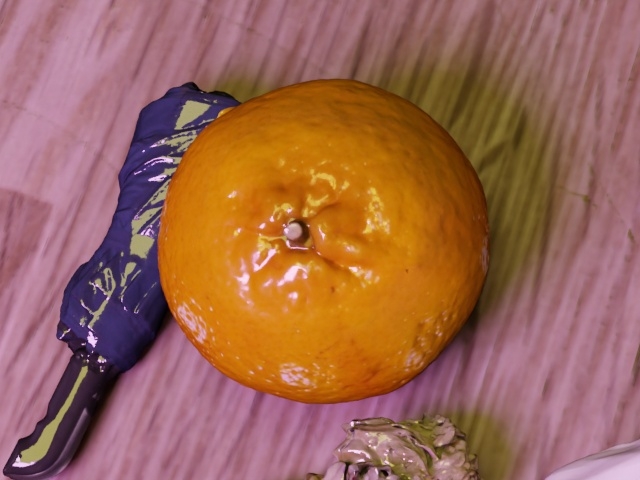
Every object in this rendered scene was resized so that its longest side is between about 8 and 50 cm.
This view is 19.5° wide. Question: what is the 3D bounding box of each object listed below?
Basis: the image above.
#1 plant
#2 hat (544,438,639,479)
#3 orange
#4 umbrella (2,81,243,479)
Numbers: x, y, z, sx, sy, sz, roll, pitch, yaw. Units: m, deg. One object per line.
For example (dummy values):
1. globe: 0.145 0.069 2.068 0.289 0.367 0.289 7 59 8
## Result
1. plant: 0.022 0.140 0.983 0.116 0.104 0.122 -24 22 -36
2. hat: 0.177 0.153 0.886 0.126 0.203 0.203 -16 65 25
3. orange: 0.001 -0.001 0.988 0.178 0.155 0.177 2 65 -5
4. umbrella: -0.108 0.027 1.059 0.071 0.071 0.248 19 80 19
